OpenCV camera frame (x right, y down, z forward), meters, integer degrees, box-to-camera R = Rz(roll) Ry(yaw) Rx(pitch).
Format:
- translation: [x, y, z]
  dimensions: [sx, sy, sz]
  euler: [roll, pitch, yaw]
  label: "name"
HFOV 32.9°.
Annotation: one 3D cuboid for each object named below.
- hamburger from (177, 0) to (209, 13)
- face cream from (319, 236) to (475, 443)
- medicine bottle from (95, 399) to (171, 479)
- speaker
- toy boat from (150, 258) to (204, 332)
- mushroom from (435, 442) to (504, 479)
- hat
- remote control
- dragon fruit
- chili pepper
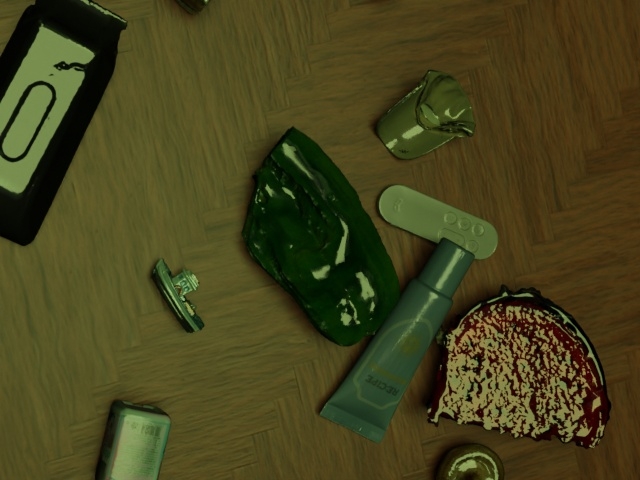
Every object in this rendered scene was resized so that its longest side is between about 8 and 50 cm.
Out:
- translation: [-0.192, -0.505, 1.819]
  dimensions: [0.155, 0.135, 0.207]
  euler: [46, 77, -13]
  label: "hamburger"
- translation: [0.149, 0.175, 1.929]
  dimensions: [0.136, 0.086, 0.385]
  euler: [29, 94, -22]
  label: "face cream"
- translation: [-0.316, 0.368, 1.788]
  dimensions: [0.094, 0.119, 0.187]
  euler: [14, 85, -19]
  label: "medicine bottle"
- translation: [-0.461, -0.198, 1.717]
  dimensions: [0.180, 0.184, 0.388]
  euler: [26, 84, -14]
  label: "speaker"
- translation: [-0.234, 0.090, 1.842]
  dimensions: [0.066, 0.059, 0.140]
  euler: [-33, 97, -1]
  label: "toy boat"
- translation: [0.272, 0.429, 1.972]
  dimensions: [0.126, 0.085, 0.109]
  euler: [0, 60, -1]
  label: "mushroom"
- translation: [0.183, -0.231, 1.964]
  dimensions: [0.175, 0.085, 0.147]
  euler: [-29, 110, 9]
  label: "hat"
- translation: [0.215, -0.032, 1.988]
  dimensions: [0.245, 0.022, 0.077]
  euler: [23, 82, -15]
  label: "remote control"
- translation: [0.368, 0.227, 1.985]
  dimensions: [0.344, 0.100, 0.282]
  euler: [13, 87, -7]
  label: "dragon fruit"
- translation: [-0.001, 0.002, 1.853]
  dimensions: [0.213, 0.167, 0.384]
  euler: [-34, 97, -15]
  label: "chili pepper"
